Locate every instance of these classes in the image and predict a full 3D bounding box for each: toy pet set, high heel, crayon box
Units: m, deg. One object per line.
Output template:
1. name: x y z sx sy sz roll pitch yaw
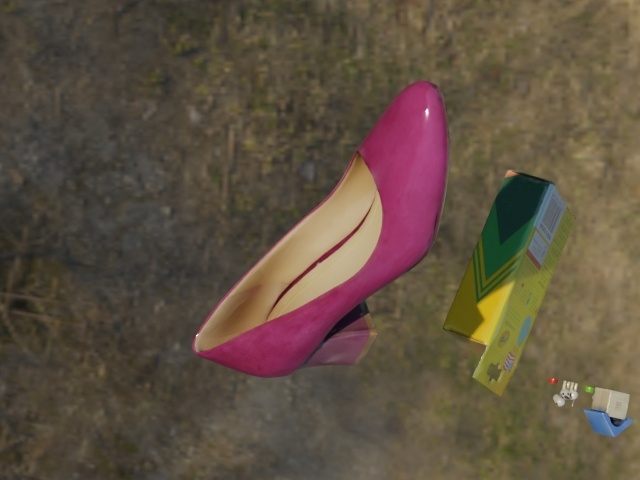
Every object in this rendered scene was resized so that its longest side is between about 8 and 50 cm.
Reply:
1. toy pet set: 0.406 0.249 2.038 0.122 0.114 0.065 15 85 -30
2. high heel: 0.000 0.000 1.364 0.181 0.127 0.377 1 129 -23
3. crayon box: 0.288 0.071 2.154 0.318 0.081 0.202 -67 156 -7
